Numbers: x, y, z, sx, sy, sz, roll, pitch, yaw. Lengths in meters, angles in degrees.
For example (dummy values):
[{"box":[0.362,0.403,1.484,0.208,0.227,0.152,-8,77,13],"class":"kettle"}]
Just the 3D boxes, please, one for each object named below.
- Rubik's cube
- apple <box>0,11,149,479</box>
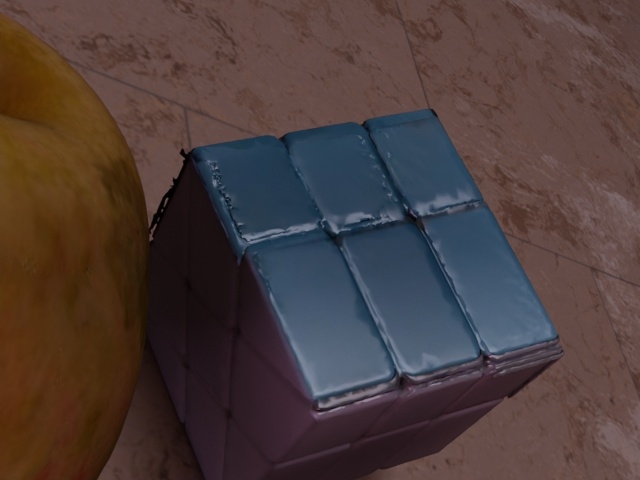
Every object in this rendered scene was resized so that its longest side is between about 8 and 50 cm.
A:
[{"box":[0.006,0.059,0.862,0.224,0.221,0.231,-13,65,-30],"class":"Rubik's cube"},{"box":[-0.259,0.030,0.548,0.363,0.364,0.364,28,40,-26],"class":"apple"}]
